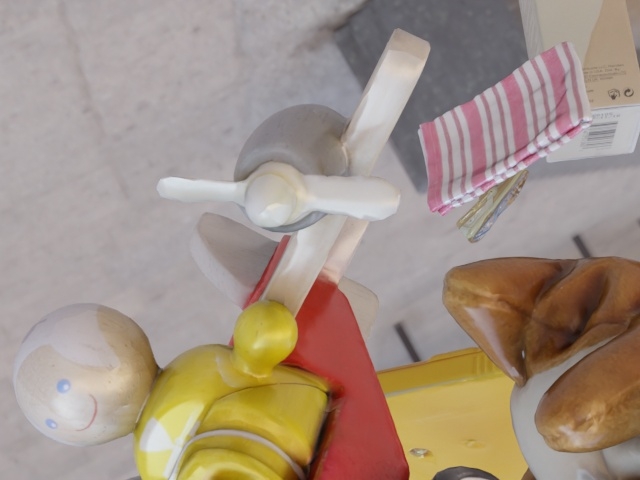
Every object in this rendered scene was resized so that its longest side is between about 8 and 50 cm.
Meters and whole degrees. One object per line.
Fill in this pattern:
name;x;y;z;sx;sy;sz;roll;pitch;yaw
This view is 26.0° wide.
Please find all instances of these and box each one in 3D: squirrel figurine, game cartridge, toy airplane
squirrel figurine;0.345;0.140;1.061;0.397;0.281;0.370;-6;-178;-25
game cartridge;0.182;0.216;1.624;0.324;0.052;0.285;-18;140;34
toy airplane;-0.058;0.086;0.879;0.273;0.386;0.384;15;165;-20

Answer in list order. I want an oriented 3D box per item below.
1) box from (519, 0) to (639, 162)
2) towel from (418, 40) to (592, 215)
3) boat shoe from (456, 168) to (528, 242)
box;0.340;-0.276;1.846;0.121;0.311;0.148;-6;158;3
towel;0.189;-0.119;1.443;0.197;0.144;0.029;-32;124;23
boat shoe;0.250;-0.060;2.032;0.135;0.045;0.050;-51;157;9
